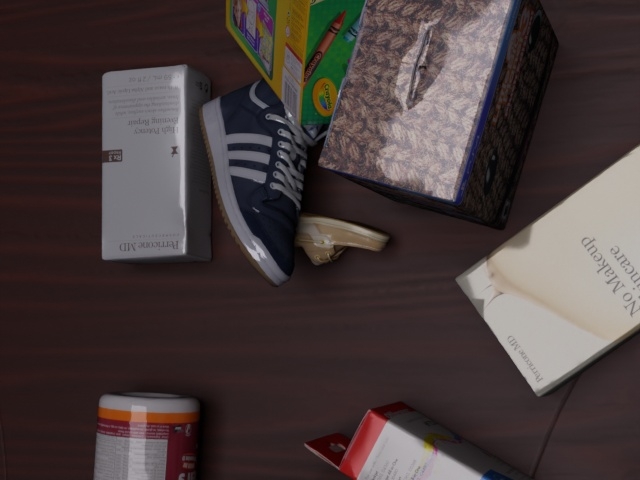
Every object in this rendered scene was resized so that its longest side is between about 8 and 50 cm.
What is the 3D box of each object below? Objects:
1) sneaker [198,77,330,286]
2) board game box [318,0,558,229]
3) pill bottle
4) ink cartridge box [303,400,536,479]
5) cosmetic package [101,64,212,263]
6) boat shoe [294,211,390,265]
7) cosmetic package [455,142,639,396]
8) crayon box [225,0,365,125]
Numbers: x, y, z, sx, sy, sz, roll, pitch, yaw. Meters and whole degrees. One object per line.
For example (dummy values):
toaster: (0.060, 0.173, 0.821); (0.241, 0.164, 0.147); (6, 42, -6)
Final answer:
sneaker: (-0.040, -0.088, 1.355); (0.153, 0.099, 0.282); (-27, 51, 10)
board game box: (0.134, -0.150, 1.240); (0.141, 0.291, 0.232); (16, 91, 18)
pill bottle: (-0.207, 0.292, 1.400); (0.121, 0.121, 0.221); (2, 86, 18)
ink cartridge box: (0.111, 0.244, 1.296); (0.231, 0.134, 0.078); (29, 95, 17)
cosmetic package: (-0.199, -0.089, 1.451); (0.117, 0.085, 0.231); (-4, 83, 18)
boat shoe: (0.000, 0.000, 1.394); (0.170, 0.063, 0.059); (11, 91, 28)
cosmetic package: (0.318, 0.015, 1.263); (0.309, 0.113, 0.160); (-38, 76, 10)
crayon box: (-0.027, -0.261, 1.299); (0.081, 0.278, 0.165); (-7, 124, -20)
